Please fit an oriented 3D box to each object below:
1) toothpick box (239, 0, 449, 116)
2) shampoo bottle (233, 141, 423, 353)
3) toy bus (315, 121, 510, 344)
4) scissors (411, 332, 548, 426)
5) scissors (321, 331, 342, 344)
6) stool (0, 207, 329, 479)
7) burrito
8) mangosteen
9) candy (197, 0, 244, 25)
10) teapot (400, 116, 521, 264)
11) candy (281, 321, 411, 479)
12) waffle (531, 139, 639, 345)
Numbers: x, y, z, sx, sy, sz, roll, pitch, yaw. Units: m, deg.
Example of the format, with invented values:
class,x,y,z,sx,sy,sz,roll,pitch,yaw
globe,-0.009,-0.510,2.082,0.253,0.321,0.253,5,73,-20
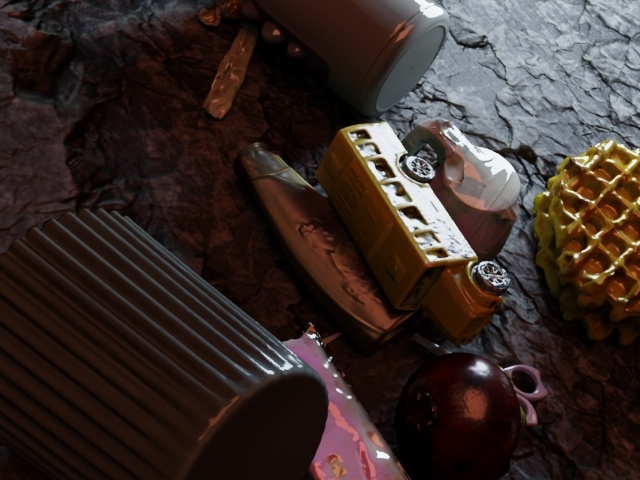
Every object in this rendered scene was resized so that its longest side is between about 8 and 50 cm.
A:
class,x,y,z,sx,sy,sz,roll,pitch,yaw
toothpick box,0.019,-0.360,1.567,0.316,0.229,0.229,40,58,13
shampoo bottle,0.000,0.000,1.418,0.126,0.084,0.350,-28,70,-34
toy bus,0.119,-0.012,1.358,0.123,0.121,0.335,-5,52,-36
scissors,0.226,0.189,1.407,0.212,0.021,0.110,31,55,3
scissors,-0.003,0.146,1.375,0.083,0.006,0.036,-26,68,-27
stool,-0.191,0.166,1.079,0.330,0.297,0.297,31,54,29
burrito,-0.142,-0.269,1.564,0.045,0.041,0.185,24,58,-12
mangosteen,0.194,0.239,1.291,0.200,0.200,0.199,7,58,-12
candy,-0.126,-0.409,1.648,0.182,0.046,0.053,-36,73,-28
teapot,0.211,-0.078,1.468,0.163,0.178,0.221,-3,60,-19
candy,-0.008,0.255,1.221,0.116,0.155,0.265,-23,69,-31
waffle,0.468,-0.004,1.520,0.261,0.151,0.324,12,56,-13
